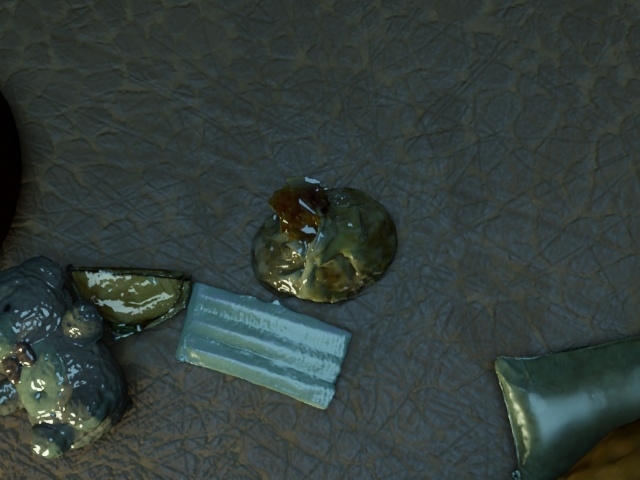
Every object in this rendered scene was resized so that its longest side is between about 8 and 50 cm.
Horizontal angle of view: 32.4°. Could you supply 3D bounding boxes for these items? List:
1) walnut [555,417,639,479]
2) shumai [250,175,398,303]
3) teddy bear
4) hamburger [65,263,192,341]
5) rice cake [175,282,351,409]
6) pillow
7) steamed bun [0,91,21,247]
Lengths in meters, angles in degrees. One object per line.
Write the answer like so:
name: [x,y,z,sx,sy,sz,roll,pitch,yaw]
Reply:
walnut: [0.428,0.379,1.351,0.398,0.354,0.308,-40,59,5]
shumai: [0.000,0.000,1.514,0.209,0.153,0.161,-5,76,5]
teddy bear: [-0.371,0.157,1.501,0.236,0.151,0.267,-38,88,26]
hamburger: [-0.270,0.085,1.548,0.176,0.087,0.102,3,100,-8]
rice cake: [-0.082,0.144,1.548,0.237,0.043,0.127,17,83,3]
pillow: [0.393,0.222,1.505,0.302,0.075,0.185,-12,85,-1]
steamed bun: [-0.545,-0.118,1.499,0.248,0.235,0.379,-14,82,6]
